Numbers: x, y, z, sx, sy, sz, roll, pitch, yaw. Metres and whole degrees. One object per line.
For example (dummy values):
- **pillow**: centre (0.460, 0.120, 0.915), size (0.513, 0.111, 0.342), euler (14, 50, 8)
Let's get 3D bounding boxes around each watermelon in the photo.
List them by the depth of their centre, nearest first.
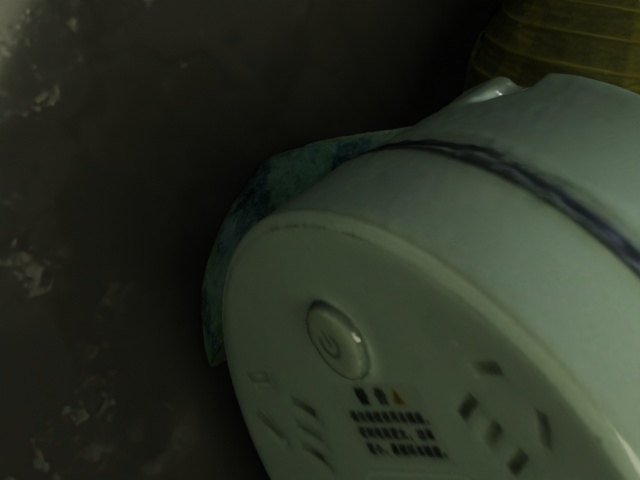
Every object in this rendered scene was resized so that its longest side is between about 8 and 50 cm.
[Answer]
- **watermelon**: centre (-0.007, -0.003, 0.943), size (0.180, 0.081, 0.094), euler (-37, 131, -2)

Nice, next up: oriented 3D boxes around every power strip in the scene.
- **power strip**: centre (0.116, 0.107, 0.819), size (0.161, 0.357, 0.357), euler (-33, 113, -28)

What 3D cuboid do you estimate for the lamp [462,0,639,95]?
- **lamp**: centre (0.197, -0.090, 0.935), size (0.250, 0.250, 0.284), euler (-11, 112, -28)
